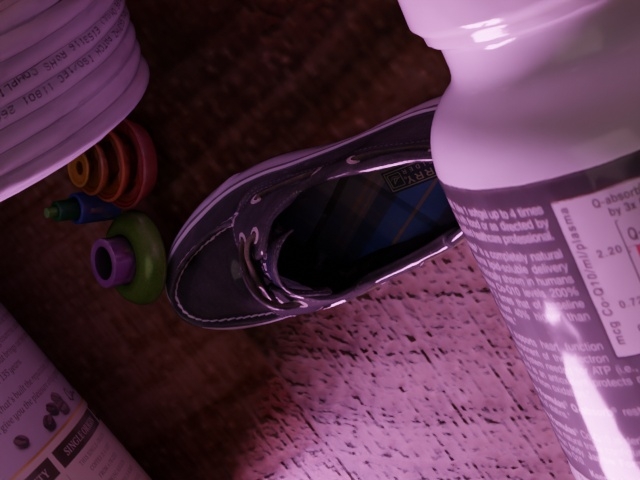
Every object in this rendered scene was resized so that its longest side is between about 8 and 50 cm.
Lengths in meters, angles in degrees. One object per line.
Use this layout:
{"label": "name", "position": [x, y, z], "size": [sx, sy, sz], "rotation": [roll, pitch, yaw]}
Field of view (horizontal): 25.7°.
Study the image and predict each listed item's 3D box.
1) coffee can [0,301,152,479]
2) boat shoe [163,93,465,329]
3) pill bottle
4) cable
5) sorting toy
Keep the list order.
{"label": "coffee can", "position": [-0.215, 0.145, 0.785], "size": [0.201, 0.201, 0.275], "rotation": [-34, 99, 36]}
{"label": "boat shoe", "position": [0.000, 0.000, 0.677], "size": [0.228, 0.076, 0.080], "rotation": [-21, 106, 33]}
{"label": "pill bottle", "position": [0.139, -0.013, 0.549], "size": [0.162, 0.162, 0.278], "rotation": [-16, 109, 32]}
{"label": "cable", "position": [-0.203, -0.062, 0.630], "size": [0.257, 0.257, 0.089], "rotation": [10, 128, 49]}
{"label": "sorting toy", "position": [-0.114, -0.014, 0.733], "size": [0.061, 0.042, 0.102], "rotation": [11, 107, 50]}
